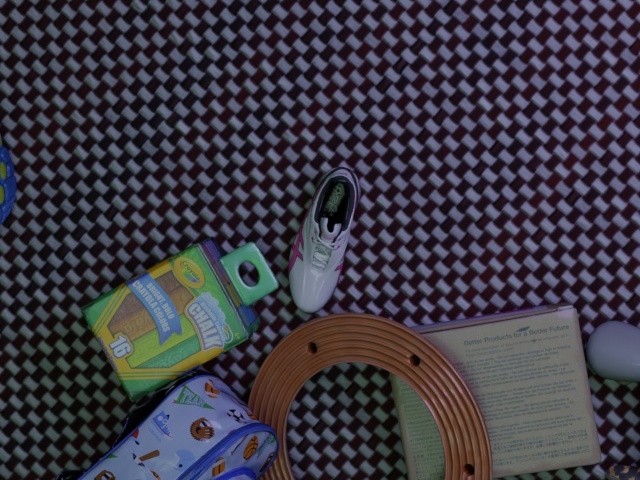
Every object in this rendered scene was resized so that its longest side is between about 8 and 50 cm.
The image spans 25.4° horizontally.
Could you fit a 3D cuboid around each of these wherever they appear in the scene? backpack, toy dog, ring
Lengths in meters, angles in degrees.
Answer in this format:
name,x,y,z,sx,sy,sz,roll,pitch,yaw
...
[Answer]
name,x,y,z,sx,sy,sz,roll,pitch,yaw
backpack,-0.169,0.292,1.670,0.213,0.276,0.263,37,84,13
toy dog,0.479,0.201,1.654,0.220,0.334,0.161,-31,135,-10
ring,0.056,0.250,1.700,0.336,0.032,0.337,6,101,30

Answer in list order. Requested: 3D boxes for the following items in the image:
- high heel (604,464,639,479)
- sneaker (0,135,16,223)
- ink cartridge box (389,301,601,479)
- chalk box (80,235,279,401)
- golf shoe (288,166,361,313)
name,x,y,z,sx,sy,sz,roll,pitch,yaw
high heel,0.493,0.266,1.722,0.261,0.093,0.186,19,72,15
sneaker,-0.435,-0.102,1.771,0.078,0.067,0.188,-13,94,26
ink cartridge box,0.206,0.187,1.718,0.234,0.088,0.193,-9,91,6
chalk box,-0.157,0.081,1.718,0.213,0.132,0.132,-30,91,6
golf shoe,0.000,0.000,1.726,0.067,0.086,0.186,14,96,2
